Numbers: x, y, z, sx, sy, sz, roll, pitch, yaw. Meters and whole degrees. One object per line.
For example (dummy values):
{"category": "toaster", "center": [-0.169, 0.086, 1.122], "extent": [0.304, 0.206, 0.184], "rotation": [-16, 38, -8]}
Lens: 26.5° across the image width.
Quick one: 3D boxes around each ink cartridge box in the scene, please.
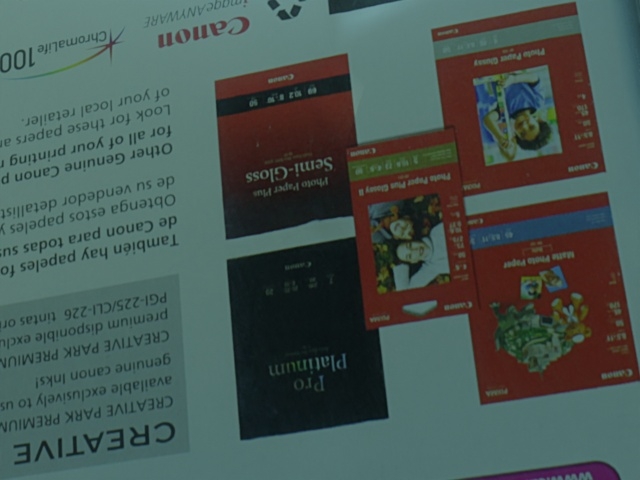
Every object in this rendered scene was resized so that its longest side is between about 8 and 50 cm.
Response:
{"category": "ink cartridge box", "center": [-0.036, 0.034, 0.456], "extent": [0.310, 0.271, 0.130], "rotation": [-10, -23, 12]}
